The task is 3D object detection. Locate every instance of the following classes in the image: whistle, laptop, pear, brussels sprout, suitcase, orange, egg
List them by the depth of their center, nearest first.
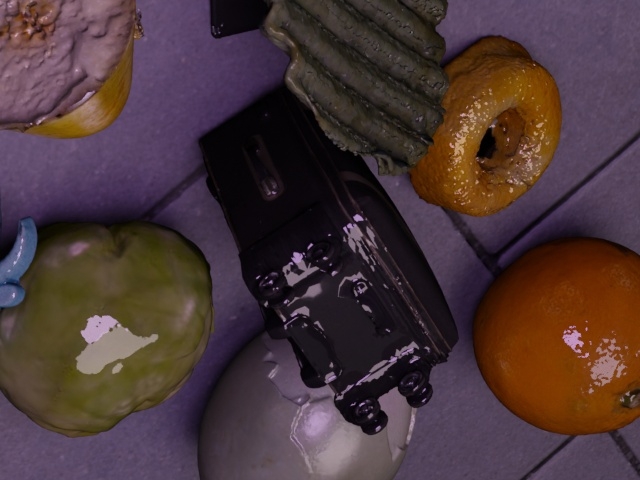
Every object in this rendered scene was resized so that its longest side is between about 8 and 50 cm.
[{"bbox_3d":[-0.282,-0.208,1.531,0.267,0.267,0.178,-40,157,-1],"label":"pear"},{"bbox_3d":[-0.410,0.042,1.633,0.093,0.186,0.274,27,66,-70],"label":"whistle"},{"bbox_3d":[-0.074,-0.332,1.698,0.129,0.016,0.180,-16,130,-21],"label":"laptop"},{"bbox_3d":[0.000,0.000,1.698,0.194,0.434,0.283,-33,121,2],"label":"suitcase"},{"bbox_3d":[-0.280,0.104,1.746,0.273,0.243,0.316,-3,143,-51],"label":"brussels sprout"},{"bbox_3d":[-0.011,0.245,1.975,0.278,0.278,0.336,16,109,-39],"label":"egg"},{"bbox_3d":[0.384,0.144,2.142,0.312,0.312,0.312,-17,129,-22],"label":"orange"}]

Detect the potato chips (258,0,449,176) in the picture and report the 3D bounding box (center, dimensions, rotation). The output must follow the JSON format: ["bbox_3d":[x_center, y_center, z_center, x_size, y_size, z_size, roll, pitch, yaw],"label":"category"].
[{"bbox_3d":[0.054,-0.261,1.659,0.429,0.070,0.359,21,67,-55],"label":"potato chips"}]

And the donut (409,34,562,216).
[{"bbox_3d":[0.225,-0.152,1.959,0.253,0.118,0.253,-21,123,-35],"label":"donut"}]

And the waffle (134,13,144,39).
[{"bbox_3d":[-0.232,-0.301,1.615,0.097,0.023,0.153,-2,123,-32],"label":"waffle"}]
